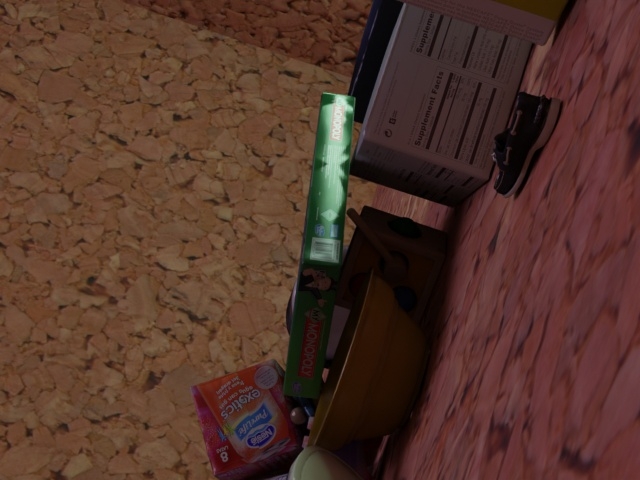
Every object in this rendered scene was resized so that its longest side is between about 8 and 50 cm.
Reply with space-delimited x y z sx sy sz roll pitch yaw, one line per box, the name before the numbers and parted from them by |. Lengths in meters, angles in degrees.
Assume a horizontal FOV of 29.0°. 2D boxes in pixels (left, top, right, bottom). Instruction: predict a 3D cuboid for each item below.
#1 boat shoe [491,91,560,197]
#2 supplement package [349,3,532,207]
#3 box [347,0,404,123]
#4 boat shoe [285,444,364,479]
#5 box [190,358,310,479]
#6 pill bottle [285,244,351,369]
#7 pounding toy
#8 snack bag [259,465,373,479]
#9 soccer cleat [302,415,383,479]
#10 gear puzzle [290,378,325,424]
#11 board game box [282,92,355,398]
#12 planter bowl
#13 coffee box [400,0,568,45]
boat shoe | 0.166 -0.082 1.055 0.125 0.038 0.046 110 179 -60
supplement package | 0.135 -0.168 1.430 0.262 0.145 0.204 120 168 -84
box | 0.163 -0.314 1.712 0.296 0.182 0.294 -72 0 -67
boat shoe | -0.009 0.300 1.143 0.099 0.116 0.319 -50 12 17
box | -0.074 0.267 1.684 0.257 0.122 0.128 61 -170 -67
pill bottle | 0.032 0.105 1.783 0.278 0.162 0.162 115 174 -80
pounding toy | 0.078 0.024 1.492 0.100 0.130 0.141 -74 2 -64
snack bag | -0.112 0.417 1.453 0.323 0.037 0.342 -21 30 43
soccer cleat | 0.018 0.298 1.362 0.248 0.095 0.083 -83 2 -46
gear puzzle | -0.002 0.232 1.661 0.044 0.175 0.339 -28 2 1
board game box | 0.000 0.000 1.479 0.317 0.046 0.213 -84 1 -48
planter bowl | 0.061 0.144 1.339 0.217 0.090 0.217 -160 90 -89
coffee box | 0.129 -0.444 1.117 0.334 0.338 0.338 110 177 -58
